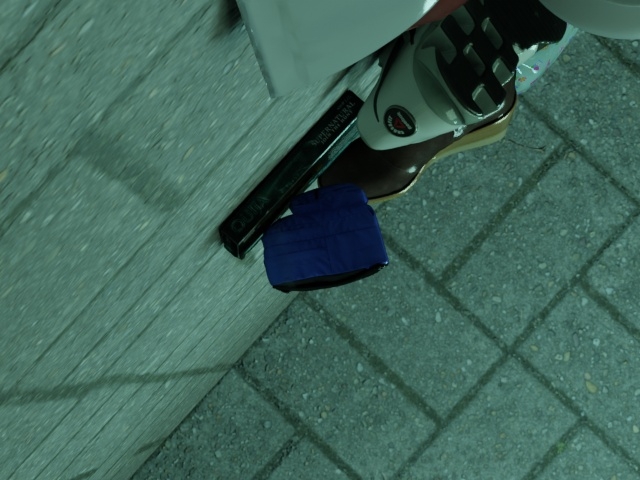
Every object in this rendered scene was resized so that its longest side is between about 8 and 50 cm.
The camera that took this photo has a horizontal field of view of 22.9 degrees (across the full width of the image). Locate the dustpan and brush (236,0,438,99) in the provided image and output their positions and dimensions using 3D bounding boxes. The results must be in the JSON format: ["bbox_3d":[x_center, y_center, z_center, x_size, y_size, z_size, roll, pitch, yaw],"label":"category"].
[{"bbox_3d":[0.050,-0.171,0.898,0.211,0.060,0.147,-22,160,-1],"label":"dustpan and brush"}]

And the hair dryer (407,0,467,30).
[{"bbox_3d":[0.119,-0.238,1.034,0.293,0.080,0.223,-50,176,37],"label":"hair dryer"}]

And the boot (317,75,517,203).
[{"bbox_3d":[0.100,-0.148,1.760,0.248,0.090,0.207,-22,149,-4],"label":"boot"}]

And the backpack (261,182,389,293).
[{"bbox_3d":[0.000,0.000,1.564,0.120,0.101,0.098,-16,173,4],"label":"backpack"}]

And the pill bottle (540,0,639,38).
[{"bbox_3d":[0.231,-0.248,1.187,0.181,0.181,0.323,-49,-177,14],"label":"pill bottle"}]

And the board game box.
[{"bbox_3d":[-0.027,-0.062,1.564,0.186,0.026,0.126,-47,176,-8],"label":"board game box"}]

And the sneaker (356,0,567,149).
[{"bbox_3d":[0.129,-0.189,1.526,0.146,0.122,0.330,-28,-169,38],"label":"sneaker"}]

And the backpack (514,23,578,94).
[{"bbox_3d":[0.235,-0.252,1.884,0.182,0.115,0.152,-49,174,-15],"label":"backpack"}]
